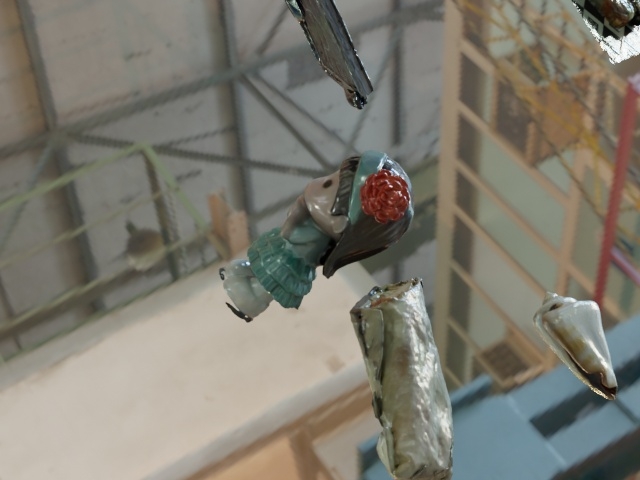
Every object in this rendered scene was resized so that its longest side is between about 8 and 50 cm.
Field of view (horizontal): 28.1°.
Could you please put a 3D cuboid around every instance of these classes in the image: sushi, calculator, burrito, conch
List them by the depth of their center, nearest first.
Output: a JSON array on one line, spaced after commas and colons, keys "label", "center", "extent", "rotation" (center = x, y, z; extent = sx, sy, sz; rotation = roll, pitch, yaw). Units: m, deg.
[{"label": "sushi", "center": [0.288, -0.237, 1.237], "extent": [0.126, 0.120, 0.026], "rotation": [-24, -10, -46]}, {"label": "calculator", "center": [-0.023, -0.272, 1.331], "extent": [0.028, 0.165, 0.274], "rotation": [-29, -63, -3]}, {"label": "burrito", "center": [0.103, 0.159, 1.625], "extent": [0.107, 0.347, 0.175], "rotation": [-10, -35, 3]}, {"label": "conch", "center": [0.356, 0.145, 1.799], "extent": [0.094, 0.176, 0.104], "rotation": [-6, -29, -7]}]

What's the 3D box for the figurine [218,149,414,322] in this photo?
[{"label": "figurine", "center": [0.000, 0.000, 1.400], "extent": [0.245, 0.138, 0.110], "rotation": [-38, -67, 17]}]
